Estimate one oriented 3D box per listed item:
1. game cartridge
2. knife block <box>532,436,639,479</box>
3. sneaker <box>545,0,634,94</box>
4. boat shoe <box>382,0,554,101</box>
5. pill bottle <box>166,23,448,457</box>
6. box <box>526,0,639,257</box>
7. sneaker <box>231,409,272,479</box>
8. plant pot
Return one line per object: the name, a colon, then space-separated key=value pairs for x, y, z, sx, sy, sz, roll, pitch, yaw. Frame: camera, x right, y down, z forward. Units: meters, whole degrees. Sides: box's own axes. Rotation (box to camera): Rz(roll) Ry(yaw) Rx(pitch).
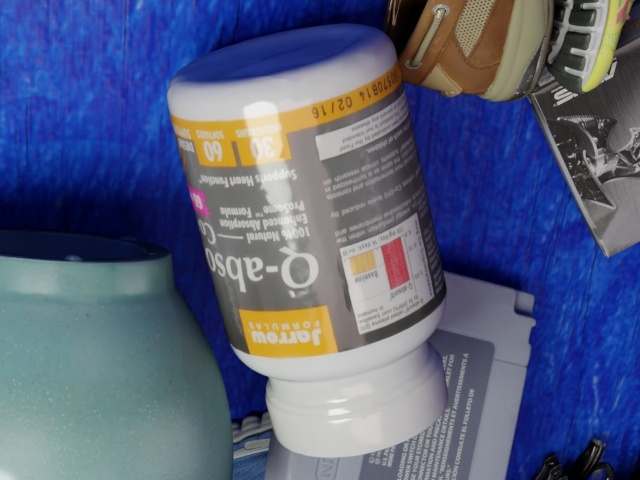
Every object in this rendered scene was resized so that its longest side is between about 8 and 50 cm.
game cartridge: x=0.058 y=0.165 z=1.268 sx=0.198 sy=0.062 sz=0.297 roll=15 pitch=84 yaw=-20
knife block: x=0.247 y=0.317 z=1.493 sx=0.242 sy=0.088 sz=0.276 roll=-19 pitch=127 yaw=-1
sneaker: x=0.209 y=-0.203 z=1.108 sx=0.094 sy=0.081 sz=0.208 roll=-3 pitch=112 yaw=-27
boat shoe: x=0.102 y=-0.233 z=1.047 sx=0.120 sy=0.122 sz=0.324 roll=-2 pitch=124 yaw=-11
pill bottle: x=0.000 y=0.000 z=1.112 sx=0.162 sy=0.162 sz=0.278 roll=-15 pitch=108 yaw=-5
box: x=0.285 y=-0.113 z=1.220 sx=0.231 sy=0.056 sz=0.183 roll=-27 pitch=126 yaw=5
sneaker: x=-0.132 y=0.247 z=1.301 sx=0.330 sy=0.147 sz=0.130 roll=-17 pitch=127 yaw=-3
plant pot: x=-0.197 y=0.095 z=1.119 sx=0.293 sy=0.293 sz=0.196 roll=3 pitch=98 yaw=-17
